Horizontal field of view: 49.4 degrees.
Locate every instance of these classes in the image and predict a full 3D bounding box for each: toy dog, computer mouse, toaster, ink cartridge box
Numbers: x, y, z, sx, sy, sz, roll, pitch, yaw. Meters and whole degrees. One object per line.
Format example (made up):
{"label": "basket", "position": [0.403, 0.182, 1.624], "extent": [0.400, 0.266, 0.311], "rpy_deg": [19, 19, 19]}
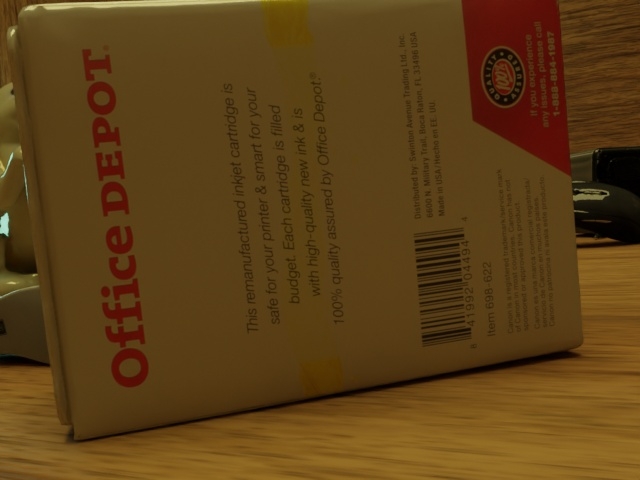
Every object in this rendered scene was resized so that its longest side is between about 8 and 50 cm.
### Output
{"label": "toy dog", "position": [-0.544, -0.117, 1.394], "extent": [0.284, 0.408, 0.395], "rpy_deg": [-7, 5, -25]}
{"label": "computer mouse", "position": [0.433, -0.044, 1.176], "extent": [0.262, 0.060, 0.184], "rpy_deg": [20, 52, 16]}
{"label": "toaster", "position": [0.561, -0.095, 1.359], "extent": [0.185, 0.168, 0.110], "rpy_deg": [-6, 2, -24]}
{"label": "ink cartridge box", "position": [-0.013, -0.034, 0.546], "extent": [0.384, 0.279, 0.160], "rpy_deg": [-6, 6, -15]}

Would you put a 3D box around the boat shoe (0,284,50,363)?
{"label": "boat shoe", "position": [-0.290, 0.086, 0.713], "extent": [0.228, 0.080, 0.076], "rpy_deg": [-12, 3, 22]}
